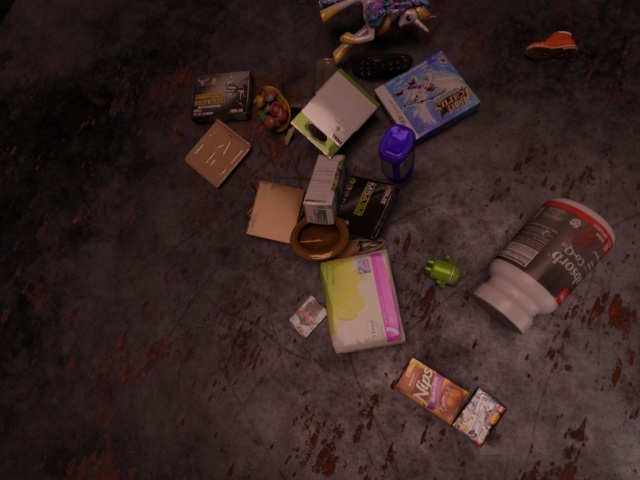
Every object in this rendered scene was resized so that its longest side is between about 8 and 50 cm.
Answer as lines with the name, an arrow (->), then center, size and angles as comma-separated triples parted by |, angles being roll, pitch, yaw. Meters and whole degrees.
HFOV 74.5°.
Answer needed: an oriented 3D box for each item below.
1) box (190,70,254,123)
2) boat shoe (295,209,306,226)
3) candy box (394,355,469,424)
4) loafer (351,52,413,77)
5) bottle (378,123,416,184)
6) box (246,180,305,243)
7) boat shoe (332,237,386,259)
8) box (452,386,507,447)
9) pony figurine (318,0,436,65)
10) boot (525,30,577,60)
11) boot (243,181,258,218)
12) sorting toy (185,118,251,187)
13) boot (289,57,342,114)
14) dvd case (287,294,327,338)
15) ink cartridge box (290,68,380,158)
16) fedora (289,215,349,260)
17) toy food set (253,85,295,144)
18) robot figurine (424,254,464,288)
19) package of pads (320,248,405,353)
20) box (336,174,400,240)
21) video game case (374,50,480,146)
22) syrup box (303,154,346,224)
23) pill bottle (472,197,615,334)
box -> -0.377, -0.549, 1.621 | 0.231, 0.056, 0.182 | 0, 78, 12
boat shoe -> -0.029, -0.084, 1.436 | 0.075, 0.065, 0.206 | 28, 84, 17
candy box -> 0.328, 0.442, 1.249 | 0.187, 0.053, 0.109 | 30, 86, 18
loafer -> 0.219, -0.625, 1.500 | 0.224, 0.078, 0.076 | 8, 118, 30
bottle -> 0.240, -0.249, 1.302 | 0.092, 0.283, 0.118 | 27, 85, 16
box -> -0.156, -0.098, 1.472 | 0.165, 0.021, 0.201 | 13, 79, 0
boat shoe -> 0.119, 0.022, 1.377 | 0.190, 0.072, 0.068 | -15, 77, 10
box -> 0.460, 0.509, 1.218 | 0.094, 0.027, 0.137 | 36, 87, 18
pony figurine -> 0.181, -0.827, 1.457 | 0.364, 0.303, 0.350 | -16, 84, 12
boot -> 0.763, -0.653, 1.402 | 0.158, 0.059, 0.084 | 0, 74, 4
boot -> -0.247, -0.141, 1.513 | 0.106, 0.037, 0.114 | 39, 91, 18
sorting toy -> -0.385, -0.325, 1.586 | 0.193, 0.038, 0.208 | 39, 92, 17
boot -> -0.019, -0.563, 1.538 | 0.190, 0.076, 0.208 | 3, 85, -2
dvd case -> -0.039, 0.252, 1.390 | 0.087, 0.013, 0.119 | 43, 90, 17
ink cartridge box -> 0.046, -0.423, 1.444 | 0.189, 0.097, 0.255 | 42, 85, -2
fedora -> 0.000, 0.000, 1.370 | 0.195, 0.079, 0.194 | -5, 58, 7
toy food set -> -0.176, -0.461, 1.519 | 0.217, 0.071, 0.128 | 53, 131, 18
robot figurine -> 0.383, 0.097, 1.306 | 0.115, 0.067, 0.101 | 20, 70, 15
package of pads -> 0.126, 0.192, 1.318 | 0.230, 0.101, 0.296 | -12, 78, 9
box -> 0.141, -0.111, 1.387 | 0.184, 0.045, 0.190 | 21, 82, 40
video game case -> 0.361, -0.483, 1.445 | 0.270, 0.061, 0.244 | -30, 74, 4
syrup box -> 0.019, -0.171, 1.383 | 0.097, 0.093, 0.236 | 4, 52, 13
pill bottle -> 0.616, 0.075, 1.188 | 0.210, 0.210, 0.363 | 42, 89, 17
